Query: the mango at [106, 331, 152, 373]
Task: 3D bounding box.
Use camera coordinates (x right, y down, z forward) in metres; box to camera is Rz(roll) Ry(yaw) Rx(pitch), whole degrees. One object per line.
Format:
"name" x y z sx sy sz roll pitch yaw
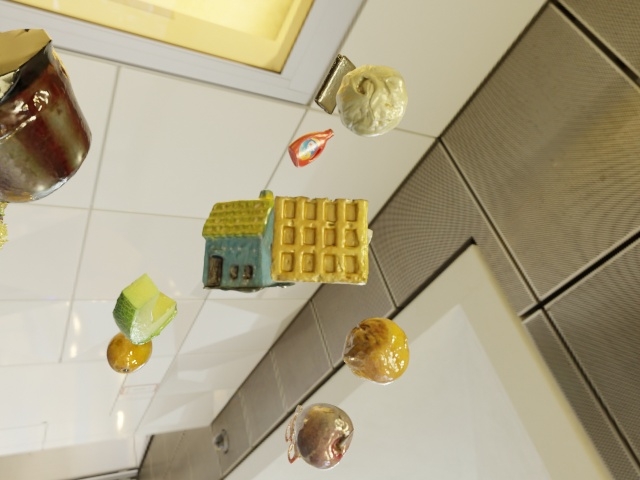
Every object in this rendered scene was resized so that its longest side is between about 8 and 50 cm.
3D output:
"mango" -0.492 0.283 1.270 0.089 0.163 0.111 -27 -88 14

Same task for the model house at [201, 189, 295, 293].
"model house" -0.212 0.002 1.472 0.237 0.215 0.304 0 -94 29

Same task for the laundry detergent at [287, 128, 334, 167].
"laundry detergent" -0.023 -0.307 1.570 0.049 0.165 0.098 38 -25 44

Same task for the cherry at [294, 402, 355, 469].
"cherry" 0.009 0.676 1.686 0.213 0.183 0.266 -52 -150 -16

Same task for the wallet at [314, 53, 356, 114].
"wallet" 0.056 -0.577 1.793 0.031 0.110 0.198 33 -84 35

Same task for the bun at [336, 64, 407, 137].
"bun" 0.112 -0.335 1.147 0.183 0.102 0.184 -1 -92 30

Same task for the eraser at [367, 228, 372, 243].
"eraser" 0.062 -0.014 2.025 0.095 0.269 0.174 -75 -172 -56

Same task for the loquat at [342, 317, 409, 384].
"loquat" 0.109 0.217 0.956 0.137 0.137 0.113 -59 -175 37

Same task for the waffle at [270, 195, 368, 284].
"waffle" 0.000 0.000 1.239 0.055 0.247 0.221 104 -12 -80

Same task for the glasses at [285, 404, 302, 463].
"glasses" -0.070 0.789 1.951 0.255 0.095 0.162 -121 -132 -61

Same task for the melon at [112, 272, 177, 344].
"melon" -0.334 0.132 0.917 0.118 0.064 0.209 -52 173 -27

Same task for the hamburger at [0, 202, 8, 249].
"hamburger" -0.981 -0.010 1.319 0.243 0.261 0.139 -33 -95 16

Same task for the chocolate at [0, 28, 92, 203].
"chocolate" -0.709 -0.248 1.096 0.384 0.383 0.332 54 -16 46
